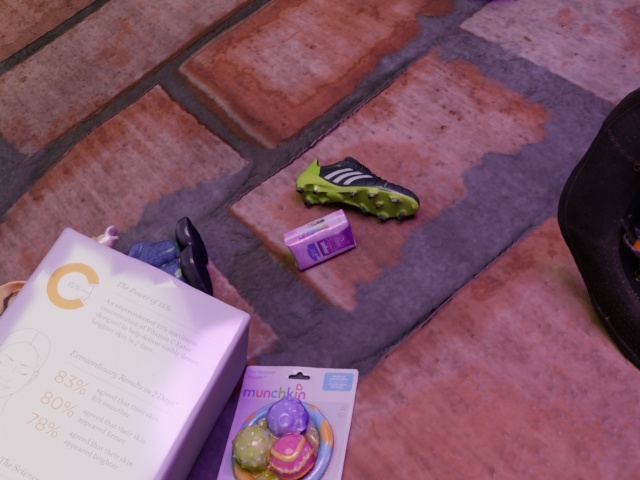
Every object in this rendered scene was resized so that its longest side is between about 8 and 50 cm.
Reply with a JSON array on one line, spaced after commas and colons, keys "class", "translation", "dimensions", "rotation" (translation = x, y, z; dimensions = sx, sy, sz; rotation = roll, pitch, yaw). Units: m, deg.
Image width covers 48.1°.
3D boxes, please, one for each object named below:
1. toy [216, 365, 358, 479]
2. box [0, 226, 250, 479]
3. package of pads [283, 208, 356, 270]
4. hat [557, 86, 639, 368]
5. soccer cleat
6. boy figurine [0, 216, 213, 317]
[{"class": "toy", "translation": [-0.047, 0.226, 0.734], "dimensions": [0.136, 0.056, 0.237], "rotation": [-1, 54, 17]}, {"class": "box", "translation": [-0.241, 0.199, 0.706], "dimensions": [0.215, 0.168, 0.345], "rotation": [25, 63, 6]}, {"class": "package of pads", "translation": [0.000, 0.000, 0.894], "dimensions": [0.083, 0.050, 0.032], "rotation": [-23, 45, 1]}, {"class": "hat", "translation": [0.374, -0.006, 0.619], "dimensions": [0.134, 0.331, 0.331], "rotation": [-24, 47, -24]}, {"class": "soccer cleat", "translation": [0.050, -0.073, 0.929], "dimensions": [0.178, 0.060, 0.072], "rotation": [12, 57, 30]}, {"class": "boy figurine", "translation": [-0.286, 0.057, 0.926], "dimensions": [0.285, 0.092, 0.177], "rotation": [-16, 53, 3]}]
